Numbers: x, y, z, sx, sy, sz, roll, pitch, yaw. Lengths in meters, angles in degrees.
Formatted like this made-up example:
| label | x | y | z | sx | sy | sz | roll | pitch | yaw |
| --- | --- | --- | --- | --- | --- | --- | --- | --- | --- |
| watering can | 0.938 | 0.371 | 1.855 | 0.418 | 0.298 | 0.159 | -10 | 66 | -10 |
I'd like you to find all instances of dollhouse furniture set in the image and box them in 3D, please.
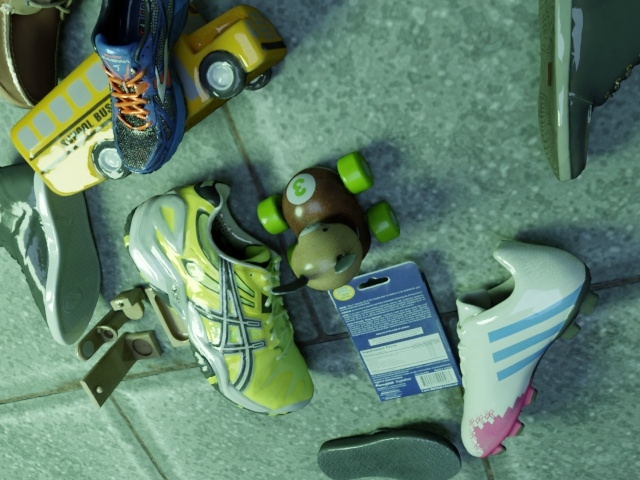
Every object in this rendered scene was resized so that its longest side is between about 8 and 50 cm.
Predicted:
| label | x | y | z | sx | sy | sz | roll | pitch | yaw |
| --- | --- | --- | --- | --- | --- | --- | --- | --- | --- |
| dollhouse furniture set | -0.287 | 0.160 | 0.734 | 0.151 | 0.123 | 0.144 | -11 | 113 | 15 |

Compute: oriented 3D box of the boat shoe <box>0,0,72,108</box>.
| label | x | y | z | sx | sy | sz | roll | pitch | yaw |
| --- | --- | --- | --- | --- | --- | --- | --- | --- | --- |
| boat shoe | -0.334 | -0.307 | 0.522 | 0.116 | 0.123 | 0.324 | 9 | 118 | 4 |

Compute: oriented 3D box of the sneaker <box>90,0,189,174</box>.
| label | x | y | z | sx | sy | sz | roll | pitch | yaw |
| --- | --- | --- | --- | --- | --- | --- | --- | --- | --- |
| sneaker | -0.183 | -0.170 | 0.455 | 0.083 | 0.087 | 0.221 | 11 | 114 | 8 |

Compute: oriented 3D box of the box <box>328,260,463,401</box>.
| label | x | y | z | sx | sy | sz | roll | pitch | yaw |
| --- | --- | --- | --- | --- | --- | --- | --- | --- | --- |
| box | 0.113 | 0.134 | 0.694 | 0.136 | 0.036 | 0.225 | -18 | 112 | 18 |

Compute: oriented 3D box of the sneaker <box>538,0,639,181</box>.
| label | x | y | z | sx | sy | sz | roll | pitch | yaw |
| --- | --- | --- | --- | --- | --- | --- | --- | --- | --- |
| sneaker | 0.299 | -0.172 | 0.486 | 0.118 | 0.083 | 0.222 | -5 | 113 | 13 |

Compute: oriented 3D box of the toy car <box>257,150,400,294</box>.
| label | x | y | z | sx | sy | sz | roll | pitch | yaw |
| --- | --- | --- | --- | --- | --- | --- | --- | --- | --- |
| toy car | 0.000 | 0.000 | 0.566 | 0.155 | 0.188 | 0.149 | -25 | 109 | 20 |

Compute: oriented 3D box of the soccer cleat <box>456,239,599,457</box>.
| label | x | y | z | sx | sy | sz | roll | pitch | yaw |
| --- | --- | --- | --- | --- | --- | --- | --- | --- | --- |
| soccer cleat | 0.240 | 0.149 | 0.648 | 0.143 | 0.116 | 0.331 | 22 | 114 | 13 |

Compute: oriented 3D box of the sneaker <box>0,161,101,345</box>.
| label | x | y | z | sx | sy | sz | roll | pitch | yaw |
| --- | --- | --- | --- | --- | --- | --- | --- | --- | --- |
| sneaker | -0.436 | 0.018 | 0.711 | 0.147 | 0.104 | 0.295 | 6 | 110 | 10 |

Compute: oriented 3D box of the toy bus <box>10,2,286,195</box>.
| label | x | y | z | sx | sy | sz | roll | pitch | yaw |
| --- | --- | --- | --- | --- | --- | --- | --- | --- | --- |
| toy bus | -0.208 | -0.175 | 0.567 | 0.333 | 0.108 | 0.130 | -28 | 105 | 22 |

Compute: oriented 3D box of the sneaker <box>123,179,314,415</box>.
| label | x | y | z | sx | sy | sz | roll | pitch | yaw |
| --- | --- | --- | --- | --- | --- | --- | --- | --- | --- |
| sneaker | -0.109 | 0.094 | 0.659 | 0.147 | 0.145 | 0.384 | -26 | 110 | 21 |

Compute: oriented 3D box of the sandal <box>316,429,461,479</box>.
| label | x | y | z | sx | sy | sz | roll | pitch | yaw |
| --- | --- | --- | --- | --- | --- | --- | --- | --- | --- |
| sandal | 0.111 | 0.359 | 0.803 | 0.254 | 0.054 | 0.097 | -13 | 106 | 27 |
